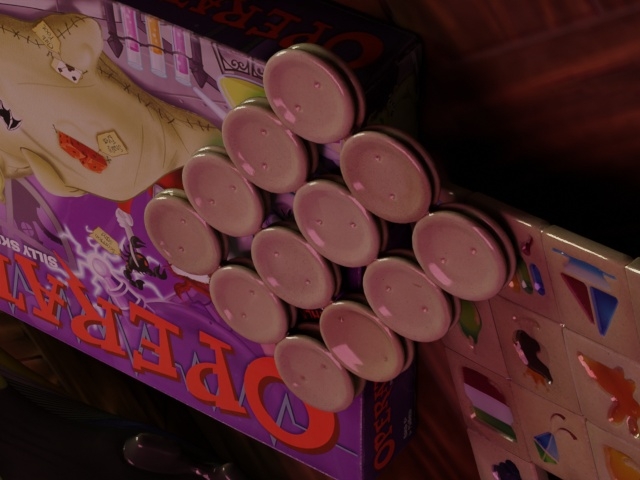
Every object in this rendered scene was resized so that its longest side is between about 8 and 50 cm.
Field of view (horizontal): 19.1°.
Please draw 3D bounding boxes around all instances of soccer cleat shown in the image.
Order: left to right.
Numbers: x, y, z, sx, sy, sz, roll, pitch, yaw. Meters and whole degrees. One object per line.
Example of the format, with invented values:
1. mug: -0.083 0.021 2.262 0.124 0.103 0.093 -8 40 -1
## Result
1. soccer cleat: -0.156 0.099 0.899 0.289 0.093 0.121 28 153 4

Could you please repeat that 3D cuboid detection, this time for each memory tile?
1. memory tile: 0.000 0.000 0.686 0.113 0.012 0.148 46 142 -1

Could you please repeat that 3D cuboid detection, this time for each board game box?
1. board game box: -0.115 -0.046 0.797 0.347 0.056 0.208 23 141 26

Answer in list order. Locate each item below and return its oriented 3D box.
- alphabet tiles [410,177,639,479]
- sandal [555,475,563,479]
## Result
1. alphabet tiles: 0.121 0.088 0.641 0.237 0.009 0.198 26 140 50
2. sandal: 0.152 0.068 0.646 0.090 0.060 0.219 59 156 -1
